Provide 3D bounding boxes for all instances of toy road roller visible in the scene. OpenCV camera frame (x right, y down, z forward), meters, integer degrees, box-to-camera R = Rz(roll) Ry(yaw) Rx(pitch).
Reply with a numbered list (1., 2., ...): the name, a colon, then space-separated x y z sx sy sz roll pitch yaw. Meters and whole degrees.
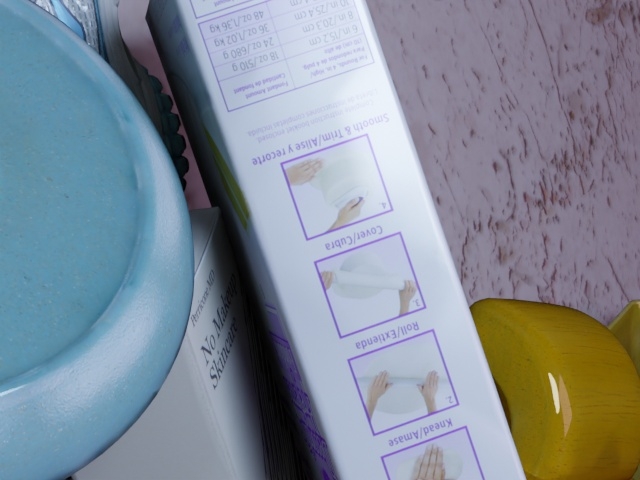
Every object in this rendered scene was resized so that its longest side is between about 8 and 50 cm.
1. toy road roller: 0.161 0.184 1.048 0.202 0.329 0.240 6 110 -54

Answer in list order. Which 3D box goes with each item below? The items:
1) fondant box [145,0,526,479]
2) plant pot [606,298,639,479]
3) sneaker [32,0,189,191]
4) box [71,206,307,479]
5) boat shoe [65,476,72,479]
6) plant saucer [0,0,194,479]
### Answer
1. fondant box: 0.000 0.000 0.873 0.238 0.096 0.330 -172 -118 -82
2. plant pot: 0.341 0.196 1.411 0.212 0.212 0.187 -32 131 -54
3. sneaker: -0.169 -0.120 0.870 0.122 0.110 0.283 -41 113 -49
4. box: -0.072 0.127 0.873 0.113 0.094 0.275 -75 154 -56
5. boat shoe: -0.178 0.156 0.803 0.183 0.066 0.066 10 73 -54
6. plant saucer: -0.200 -0.026 0.702 0.317 0.044 0.317 15 51 -19
